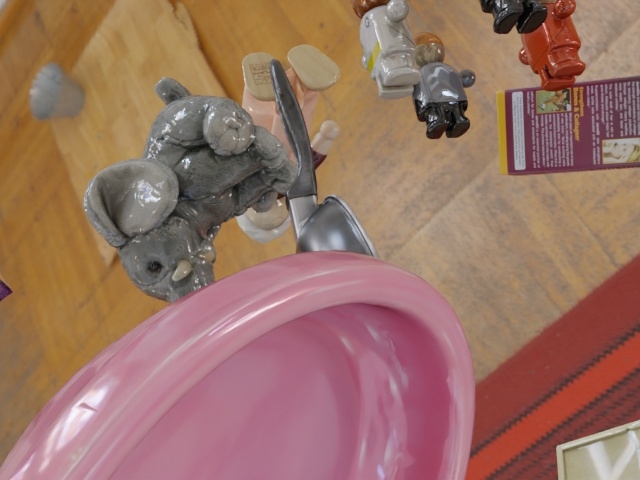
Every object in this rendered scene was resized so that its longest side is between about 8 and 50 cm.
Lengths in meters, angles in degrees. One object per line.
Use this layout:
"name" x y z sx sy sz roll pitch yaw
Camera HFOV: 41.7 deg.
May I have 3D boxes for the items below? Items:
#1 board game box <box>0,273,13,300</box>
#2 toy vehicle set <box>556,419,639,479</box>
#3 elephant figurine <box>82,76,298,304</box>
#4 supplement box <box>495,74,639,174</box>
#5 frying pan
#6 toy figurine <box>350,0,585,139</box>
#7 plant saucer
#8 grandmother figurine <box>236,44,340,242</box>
"board game box" -0.350 0.032 0.377 0.208 0.347 0.056 55 164 4
"toy vehicle set" 0.377 0.256 0.874 0.267 0.035 0.166 -28 32 32
"elephant figurine" -0.146 -0.022 0.831 0.239 0.169 0.186 -52 24 -9
"supplement box" 0.311 -0.134 1.004 0.188 0.081 0.104 -2 93 23
"frying pan" 0.006 0.001 0.640 0.197 0.053 0.326 169 83 -79
"toy figurine" 0.148 -0.224 0.868 0.209 0.213 0.148 -24 66 27
"plant saucer" -0.046 0.155 0.429 0.084 0.332 0.332 25 99 37
"grandmother figurine" -0.070 -0.111 1.167 0.342 0.208 0.104 101 159 -56
